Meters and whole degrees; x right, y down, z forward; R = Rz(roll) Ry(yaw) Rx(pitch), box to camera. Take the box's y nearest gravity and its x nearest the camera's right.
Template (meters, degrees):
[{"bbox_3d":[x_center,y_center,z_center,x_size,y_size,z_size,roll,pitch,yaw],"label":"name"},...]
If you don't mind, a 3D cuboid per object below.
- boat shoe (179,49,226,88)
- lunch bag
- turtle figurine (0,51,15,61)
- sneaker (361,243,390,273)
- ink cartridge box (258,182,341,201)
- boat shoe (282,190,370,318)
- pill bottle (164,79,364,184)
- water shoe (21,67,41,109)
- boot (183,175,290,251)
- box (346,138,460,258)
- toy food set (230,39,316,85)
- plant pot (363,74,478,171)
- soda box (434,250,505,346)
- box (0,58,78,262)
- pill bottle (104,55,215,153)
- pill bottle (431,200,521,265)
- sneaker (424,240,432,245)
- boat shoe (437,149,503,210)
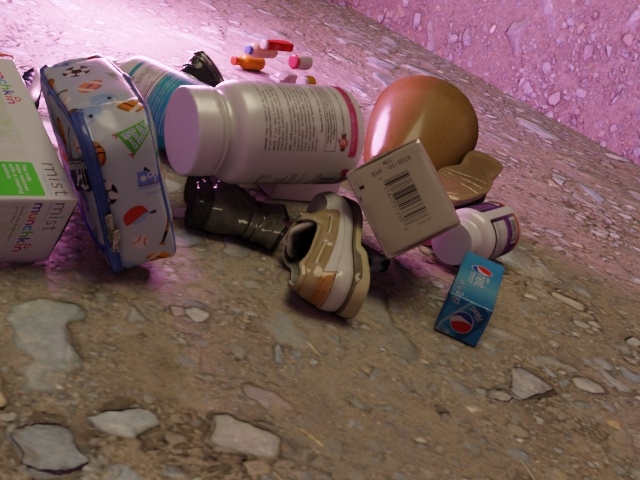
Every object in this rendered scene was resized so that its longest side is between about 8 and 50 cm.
[{"bbox_3d":[-0.193,-0.277,1.749,0.084,0.079,0.233,10,-23,32],"label":"boat shoe"},{"bbox_3d":[-0.287,-0.102,1.201,0.115,0.243,0.303,-16,36,-18],"label":"lunch bag"},{"bbox_3d":[-0.704,-0.369,1.632,0.217,0.087,0.269,24,24,12],"label":"turtle figurine"},{"bbox_3d":[0.061,0.027,1.451,0.069,0.038,0.098,35,17,35],"label":"sneaker"},{"bbox_3d":[-0.068,-0.156,1.689,0.148,0.086,0.203,3,29,-34],"label":"ink cartridge box"},{"bbox_3d":[0.000,0.000,1.354,0.103,0.113,0.302,20,22,-16],"label":"boat shoe"},{"bbox_3d":[-0.087,-0.168,1.396,0.283,0.160,0.160,-2,31,-32],"label":"pill bottle"},{"bbox_3d":[-0.528,-0.259,1.552,0.080,0.073,0.203,10,24,-18],"label":"water shoe"},{"bbox_3d":[-0.136,-0.067,1.458,0.161,0.083,0.246,18,29,-18],"label":"boot"},{"bbox_3d":[0.133,-0.063,1.433,0.148,0.127,0.232,64,5,2],"label":"box"},{"bbox_3d":[-0.120,-0.461,2.320,0.232,0.111,0.104,34,27,34],"label":"toy food set"},{"bbox_3d":[0.182,-0.181,1.832,0.237,0.237,0.254,23,38,7],"label":"plant pot"},{"bbox_3d":[0.239,0.088,1.415,0.071,0.067,0.210,24,23,8],"label":"soda box"},{"bbox_3d":[-0.460,-0.102,1.092,0.231,0.127,0.262,-2,50,-43],"label":"box"},{"bbox_3d":[-0.290,-0.242,1.620,0.264,0.146,0.146,26,23,13],"label":"pill bottle"},{"bbox_3d":[0.281,-0.010,1.624,0.108,0.108,0.193,32,24,26],"label":"pill bottle"},{"bbox_3d":[0.171,-0.052,1.692,0.170,0.063,0.075,38,28,26],"label":"sneaker"},{"bbox_3d":[0.282,-0.099,1.757,0.103,0.092,0.285,27,30,14],"label":"boat shoe"}]
